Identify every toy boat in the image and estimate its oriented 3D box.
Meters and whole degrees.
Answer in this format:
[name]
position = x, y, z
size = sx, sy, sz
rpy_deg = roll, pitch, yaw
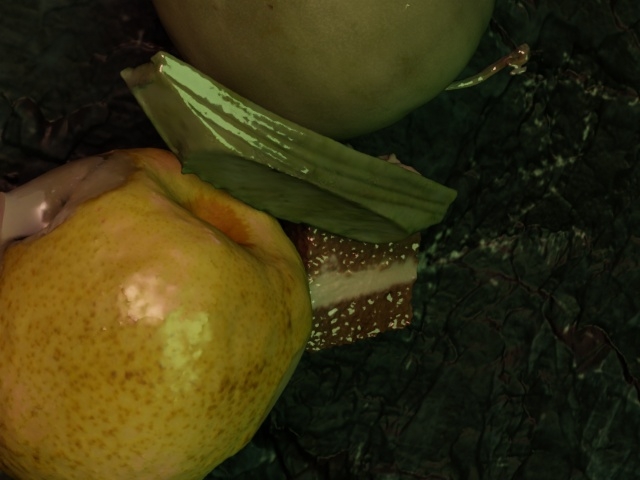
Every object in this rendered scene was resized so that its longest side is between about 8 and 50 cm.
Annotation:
[toy boat]
position = -0.019, -0.052, 0.983
size = 0.293, 0.093, 0.055
rpy_deg = 22, 63, -39

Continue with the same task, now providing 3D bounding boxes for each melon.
[melon]
position = -0.005, -0.214, 1.009
size = 0.272, 0.272, 0.308
rpy_deg = -33, 118, -25

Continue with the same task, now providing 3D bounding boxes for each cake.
[cake]
position = 0.000, 0.000, 1.147
size = 0.135, 0.135, 0.147
rpy_deg = -14, 115, -33

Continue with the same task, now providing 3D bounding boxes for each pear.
[pear]
position = -0.138, 0.069, 0.998
size = 0.271, 0.271, 0.271
rpy_deg = -12, 110, -34
